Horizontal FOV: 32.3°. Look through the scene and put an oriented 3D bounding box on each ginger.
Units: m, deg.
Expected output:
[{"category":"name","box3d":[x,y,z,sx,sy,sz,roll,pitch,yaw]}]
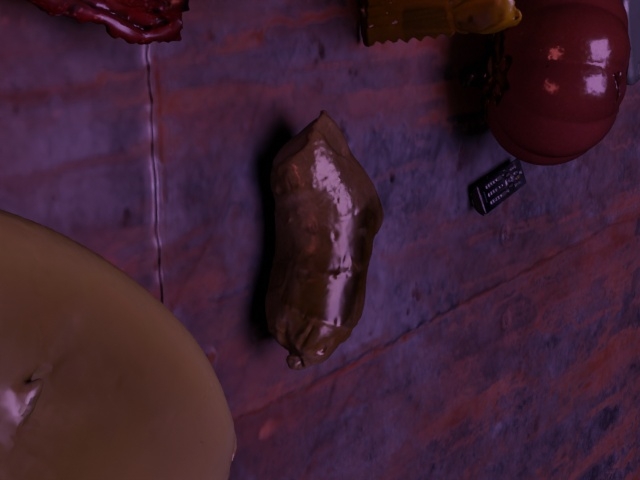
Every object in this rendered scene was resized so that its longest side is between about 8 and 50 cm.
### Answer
[{"category":"ginger","box3d":[0.000,0.000,0.820,0.095,0.069,0.190,3,94,-59]}]

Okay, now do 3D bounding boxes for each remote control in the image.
[{"category":"remote control","box3d":[0.175,-0.055,1.093,0.091,0.016,0.034,-32,106,-47]}]

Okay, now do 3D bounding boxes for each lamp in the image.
[{"category":"lamp","box3d":[0.201,-0.159,1.000,0.182,0.140,0.182,-172,-90,-84]}]

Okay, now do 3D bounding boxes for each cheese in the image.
[{"category":"cheese","box3d":[-0.168,0.099,0.523,0.316,0.128,0.259,45,39,-35]}]

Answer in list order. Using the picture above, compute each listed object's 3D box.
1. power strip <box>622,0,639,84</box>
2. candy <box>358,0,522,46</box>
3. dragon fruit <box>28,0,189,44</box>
[{"category":"power strip","box3d":[0.367,-0.322,1.262,0.265,0.059,0.194,-52,139,-35]},{"category":"candy","box3d":[0.080,-0.292,0.787,0.081,0.187,0.297,-6,100,-28]},{"category":"dragon fruit","box3d":[-0.131,-0.194,0.605,0.161,0.120,0.127,96,-16,-48]}]
